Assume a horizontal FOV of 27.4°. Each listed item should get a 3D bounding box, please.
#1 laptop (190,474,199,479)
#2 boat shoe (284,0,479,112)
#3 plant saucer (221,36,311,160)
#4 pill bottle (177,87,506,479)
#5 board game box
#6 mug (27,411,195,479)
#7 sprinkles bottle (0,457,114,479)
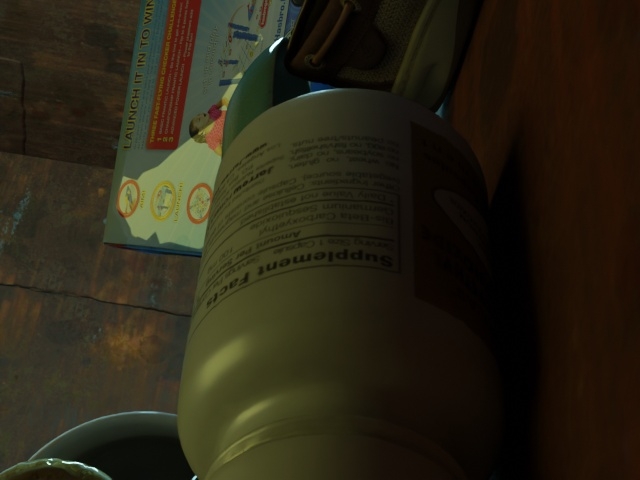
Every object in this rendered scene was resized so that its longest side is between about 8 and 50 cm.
[{"bbox_3d":[-0.033,0.274,0.880,0.264,0.137,0.234,21,108,43],"label":"laptop"},{"bbox_3d":[0.040,-0.208,0.719,0.342,0.123,0.123,104,174,-53],"label":"boat shoe"},{"bbox_3d":[-0.020,0.022,0.903,0.317,0.044,0.317,-8,-90,-83],"label":"plant saucer"},{"bbox_3d":[0.010,0.051,0.542,0.229,0.131,0.131,-86,6,-49],"label":"pill bottle"},{"bbox_3d":[-0.084,-0.129,1.353,0.302,0.086,0.308,6,86,47],"label":"board game box"},{"bbox_3d":[-0.127,0.279,1.271,0.374,0.276,0.328,-51,-7,-11],"label":"mug"},{"bbox_3d":[-0.161,0.272,0.914,0.355,0.121,0.121,89,-174,-59],"label":"sprinkles bottle"}]
